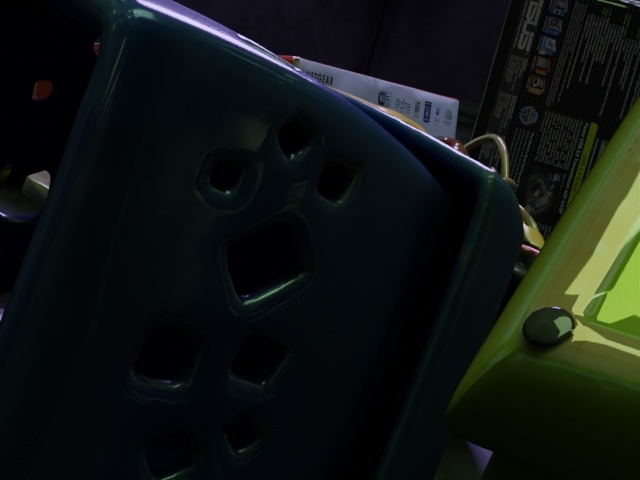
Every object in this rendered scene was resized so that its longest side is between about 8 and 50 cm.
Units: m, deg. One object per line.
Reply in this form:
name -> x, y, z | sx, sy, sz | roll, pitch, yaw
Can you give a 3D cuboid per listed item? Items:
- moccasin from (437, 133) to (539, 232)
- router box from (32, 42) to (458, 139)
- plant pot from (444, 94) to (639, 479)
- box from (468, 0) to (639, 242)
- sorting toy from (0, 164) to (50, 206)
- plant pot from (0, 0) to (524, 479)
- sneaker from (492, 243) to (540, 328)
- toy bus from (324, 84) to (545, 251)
moccasin -> 0.070, -0.020, 1.369 | 0.380, 0.147, 0.139 | 28, 4, -5
router box -> -0.085, -0.103, 1.620 | 0.301, 0.082, 0.335 | 6, 1, 24
plant pot -> 0.179, 0.069, 0.709 | 0.228, 0.207, 0.227 | 17, 52, 26
box -> 0.218, -0.046, 1.479 | 0.216, 0.270, 0.060 | 17, 11, 13
sorting toy -> -0.116, 0.007, 1.277 | 0.274, 0.046, 0.132 | 28, 11, 5
plant pot -> -0.061, 0.023, 0.819 | 0.212, 0.236, 0.236 | 17, 8, -27
sneaker -> 0.154, 0.090, 0.953 | 0.276, 0.097, 0.135 | 38, 8, -5
toy bus -> 0.011, -0.022, 1.192 | 0.220, 0.149, 0.211 | 17, 32, -15
